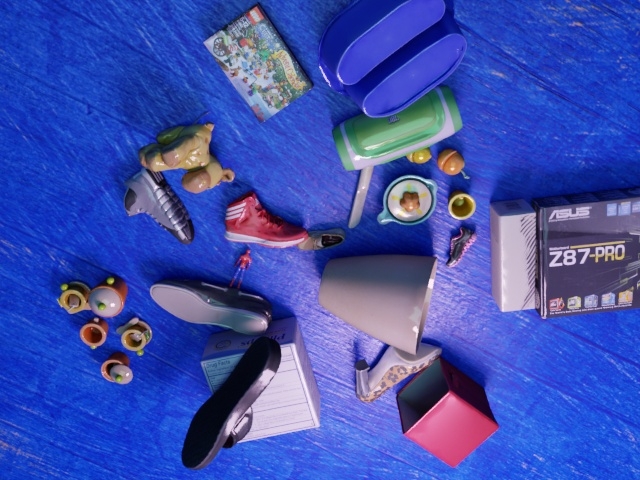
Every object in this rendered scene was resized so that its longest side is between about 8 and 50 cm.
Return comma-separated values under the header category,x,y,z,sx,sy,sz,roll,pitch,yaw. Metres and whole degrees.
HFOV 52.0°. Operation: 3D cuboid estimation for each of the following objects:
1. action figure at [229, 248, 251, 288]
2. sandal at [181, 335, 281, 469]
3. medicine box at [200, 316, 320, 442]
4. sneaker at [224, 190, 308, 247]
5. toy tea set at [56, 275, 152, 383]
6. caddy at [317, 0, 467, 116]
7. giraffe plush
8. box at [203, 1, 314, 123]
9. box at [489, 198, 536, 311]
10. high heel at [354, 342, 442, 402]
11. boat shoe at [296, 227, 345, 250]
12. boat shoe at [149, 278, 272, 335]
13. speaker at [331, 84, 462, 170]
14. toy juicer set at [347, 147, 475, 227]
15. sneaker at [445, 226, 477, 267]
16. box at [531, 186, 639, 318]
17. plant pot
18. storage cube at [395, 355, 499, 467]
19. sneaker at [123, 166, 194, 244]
category,x,y,z,sx,sy,sz,roll,pitch,yaw
action figure,-0.214,0.073,1.779,0.038,0.030,0.115,21,111,-12
sandal,-0.218,0.447,1.706,0.107,0.167,0.446,28,112,-28
medicine box,-0.160,0.393,1.843,0.263,0.149,0.289,-13,111,6
sneaker,-0.141,-0.057,1.695,0.221,0.087,0.128,2,113,-1
toy tea set,-0.586,0.252,1.805,0.200,0.124,0.336,-20,110,9
caddy,0.159,-0.447,1.487,0.341,0.179,0.241,-34,131,13
giraffe plush,-0.315,-0.193,1.621,0.210,0.181,0.170,-38,122,-21
box,-0.145,-0.422,1.567,0.159,0.044,0.233,-32,108,13
box,0.501,0.039,1.711,0.094,0.113,0.275,-7,113,2
high heel,0.222,0.383,1.888,0.261,0.093,0.186,-13,134,-7
boat shoe,0.000,0.000,1.736,0.135,0.045,0.050,-16,111,7
boat shoe,-0.294,0.169,1.797,0.335,0.095,0.112,18,125,-2
speaker,0.183,-0.269,1.581,0.296,0.131,0.131,-20,110,8
toy juicer set,0.219,-0.138,1.654,0.329,0.089,0.209,-8,112,4
sneaker,0.362,0.015,1.741,0.057,0.047,0.119,32,102,-4
box,0.759,0.028,1.710,0.395,0.097,0.318,-6,109,3
plant pot,0.143,0.140,1.706,0.274,0.256,0.256,12,113,14
storage cube,0.353,0.482,1.853,0.193,0.184,0.215,36,108,-14
sneaker,-0.430,-0.073,1.701,0.132,0.086,0.229,-26,99,16
